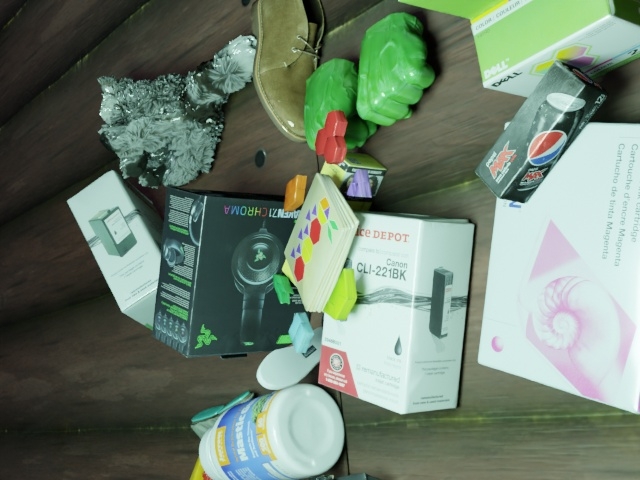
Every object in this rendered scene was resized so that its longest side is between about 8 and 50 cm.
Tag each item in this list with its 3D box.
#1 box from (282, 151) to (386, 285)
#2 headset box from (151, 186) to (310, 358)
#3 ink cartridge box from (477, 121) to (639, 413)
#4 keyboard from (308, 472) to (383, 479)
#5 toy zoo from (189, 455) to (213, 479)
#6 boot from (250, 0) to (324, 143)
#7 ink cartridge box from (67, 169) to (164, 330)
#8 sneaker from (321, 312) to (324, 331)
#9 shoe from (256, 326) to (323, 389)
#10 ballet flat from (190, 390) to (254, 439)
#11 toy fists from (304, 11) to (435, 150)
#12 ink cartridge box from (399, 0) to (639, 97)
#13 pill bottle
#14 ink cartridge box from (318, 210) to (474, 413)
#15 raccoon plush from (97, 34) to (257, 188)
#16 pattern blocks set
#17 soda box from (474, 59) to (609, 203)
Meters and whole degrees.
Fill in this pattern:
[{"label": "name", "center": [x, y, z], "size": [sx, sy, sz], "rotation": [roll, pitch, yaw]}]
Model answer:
[{"label": "box", "center": [0.020, -0.032, 1.365], "size": [0.058, 0.087, 0.232], "rotation": [46, 122, 41]}, {"label": "headset box", "center": [-0.142, 0.061, 1.432], "size": [0.131, 0.246, 0.283], "rotation": [16, 100, 51]}, {"label": "ink cartridge box", "center": [0.342, 0.025, 0.979], "size": [0.330, 0.071, 0.324], "rotation": [10, 96, 52]}, {"label": "keyboard", "center": [0.030, 0.394, 1.316], "size": [0.180, 0.108, 0.023], "rotation": [-29, 41, 46]}, {"label": "toy zoo", "center": [-0.221, 0.529, 1.606], "size": [0.293, 0.030, 0.192], "rotation": [17, 90, 67]}, {"label": "boot", "center": [-0.046, -0.319, 1.450], "size": [0.115, 0.112, 0.305], "rotation": [-26, 65, 39]}, {"label": "ink cartridge box", "center": [-0.367, 0.029, 1.696], "size": [0.121, 0.211, 0.289], "rotation": [-34, 64, 1]}, {"label": "sneaker", "center": [0.045, 0.089, 1.356], "size": [0.069, 0.082, 0.209], "rotation": [9, 114, 37]}, {"label": "shoe", "center": [-0.049, 0.208, 1.376], "size": [0.063, 0.178, 0.081], "rotation": [50, 133, 11]}, {"label": "ballet flat", "center": [-0.177, 0.346, 1.619], "size": [0.213, 0.072, 0.068], "rotation": [-32, 92, 46]}, {"label": "toy fists", "center": [0.069, -0.227, 1.303], "size": [0.279, 0.096, 0.142], "rotation": [-26, 51, 47]}, {"label": "ink cartridge box", "center": [0.246, -0.255, 0.960], "size": [0.189, 0.255, 0.097], "rotation": [-24, 70, 48]}, {"label": "pill bottle", "center": [-0.096, 0.346, 1.437], "size": [0.272, 0.152, 0.152], "rotation": [-29, 66, 46]}, {"label": "ink cartridge box", "center": [0.107, 0.095, 1.227], "size": [0.197, 0.114, 0.273], "rotation": [8, 94, 52]}, {"label": "raccoon plush", "center": [-0.285, -0.309, 1.744], "size": [0.446, 0.216, 0.299], "rotation": [-31, 45, 14]}, {"label": "pattern blocks set", "center": [0.000, 0.000, 1.259], "size": [0.325, 0.026, 0.285], "rotation": [120, 144, -42]}, {"label": "soda box", "center": [0.262, -0.127, 0.997], "size": [0.169, 0.053, 0.060], "rotation": [-58, 46, 28]}]
